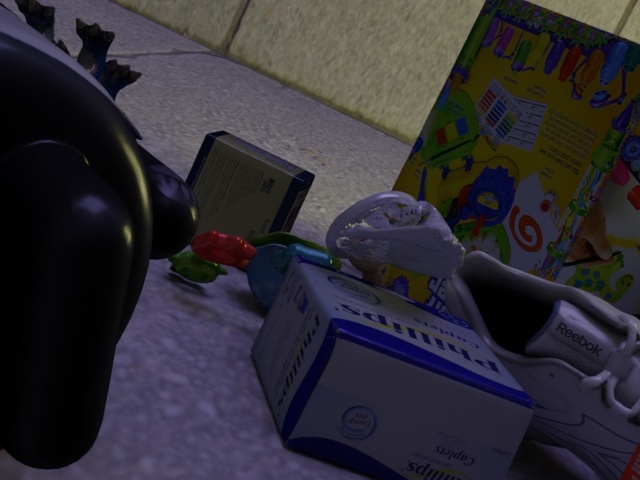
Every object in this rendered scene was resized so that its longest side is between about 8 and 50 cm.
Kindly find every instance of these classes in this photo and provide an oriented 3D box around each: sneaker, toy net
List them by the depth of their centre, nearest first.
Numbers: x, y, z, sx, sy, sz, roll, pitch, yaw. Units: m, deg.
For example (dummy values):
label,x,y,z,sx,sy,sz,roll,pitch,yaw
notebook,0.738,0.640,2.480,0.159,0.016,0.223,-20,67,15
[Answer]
label,x,y,z,sx,sy,sz,roll,pitch,yaw
sneaker,0.188,0.101,0.784,0.297,0.111,0.129,24,-20,34
toy net,0.000,0.000,0.804,0.122,0.045,0.232,27,-26,-26

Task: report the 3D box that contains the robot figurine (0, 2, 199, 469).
label,x,y,z,sx,sy,sz,roll,pitch,yaw
robot figurine,-0.171,-0.019,0.476,0.278,0.173,0.209,37,-8,46

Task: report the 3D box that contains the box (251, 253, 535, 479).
label,x,y,z,sx,sy,sz,roll,pitch,yaw
box,0.037,0.078,0.731,0.126,0.072,0.137,22,12,-17

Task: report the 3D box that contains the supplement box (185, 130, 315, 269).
label,x,y,z,sx,sy,sz,roll,pitch,yaw
supplement box,-0.061,-0.030,0.985,0.083,0.083,0.056,26,11,5

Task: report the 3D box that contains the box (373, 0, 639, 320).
label,x,y,z,sx,sy,sz,roll,pitch,yaw
box,0.208,-0.028,1.068,0.177,0.279,0.290,21,12,-26

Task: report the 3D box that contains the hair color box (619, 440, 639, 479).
label,x,y,z,sx,sy,sz,roll,pitch,yaw
hair color box,0.185,0.125,0.588,0.093,0.167,0.053,19,13,-32

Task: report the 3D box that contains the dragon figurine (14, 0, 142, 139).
label,x,y,z,sx,sy,sz,roll,pitch,yaw
dragon figurine,-0.196,-0.076,0.895,0.085,0.144,0.289,24,-8,1
